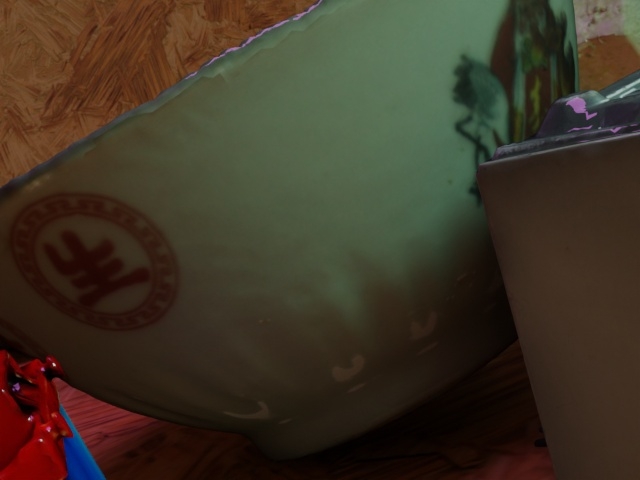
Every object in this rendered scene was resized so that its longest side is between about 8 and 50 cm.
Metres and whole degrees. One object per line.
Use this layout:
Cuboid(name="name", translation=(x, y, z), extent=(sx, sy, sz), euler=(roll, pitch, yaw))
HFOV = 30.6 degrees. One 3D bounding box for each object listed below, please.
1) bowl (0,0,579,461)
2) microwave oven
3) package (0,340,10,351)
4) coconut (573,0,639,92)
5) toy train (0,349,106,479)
Cuboid(name="bowl", translation=(0.000, 0.000, 0.550), extent=(0.337, 0.157, 0.337), euler=(-29, 2, 1))
Cuboid(name="microwave oven", translation=(0.186, -0.011, 0.441), extent=(0.194, 0.145, 0.240), euler=(-6, 14, 35))
Cuboid(name="package", translation=(-0.305, 0.084, 1.049), extent=(0.173, 0.027, 0.171), euler=(-12, 9, -6))
Cuboid(name="coconut", translation=(0.192, -0.168, 0.890), extent=(0.309, 0.297, 0.297), euler=(-16, 8, 38))
Cuboid(name="toy train", translation=(-0.151, 0.117, 0.336), extent=(0.204, 0.131, 0.083), euler=(-29, 17, -7))
